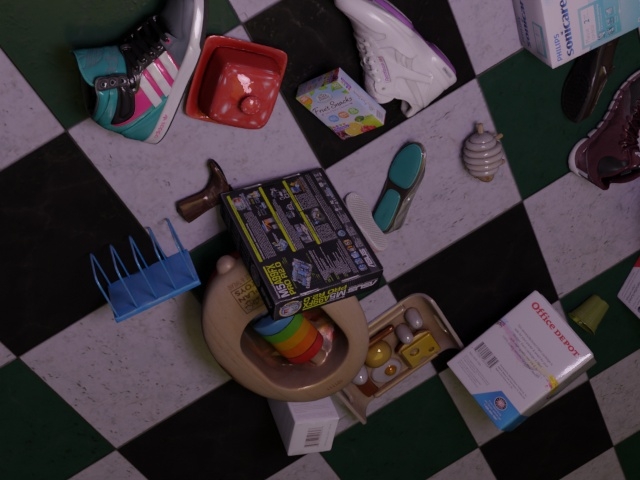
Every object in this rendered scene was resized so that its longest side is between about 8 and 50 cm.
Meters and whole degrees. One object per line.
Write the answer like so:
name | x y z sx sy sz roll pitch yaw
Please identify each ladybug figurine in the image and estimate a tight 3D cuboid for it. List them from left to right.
ladybug figurine | -0.078 0.157 1.789 0.305 0.162 0.449 -31 131 4

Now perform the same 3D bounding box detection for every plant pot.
plant pot | 0.677 0.179 2.194 0.079 0.083 0.083 -48 128 -3

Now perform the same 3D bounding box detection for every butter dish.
butter dish | -0.134 -0.253 1.515 0.160 0.118 0.160 7 119 -28

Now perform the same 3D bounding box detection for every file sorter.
file sorter | -0.331 0.050 1.642 0.170 0.118 0.104 -25 126 -6

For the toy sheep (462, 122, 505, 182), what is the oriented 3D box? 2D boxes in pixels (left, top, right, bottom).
toy sheep | 0.333 -0.179 1.790 0.091 0.091 0.132 -19 114 -10

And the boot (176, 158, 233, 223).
boot | -0.226 -0.090 1.643 0.114 0.037 0.106 -25 131 0

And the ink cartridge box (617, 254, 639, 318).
ink cartridge box | 0.877 0.140 2.118 0.114 0.273 0.197 6 120 -26

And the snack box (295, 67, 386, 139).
snack box | 0.039 -0.249 1.611 0.100 0.037 0.141 -17 140 38

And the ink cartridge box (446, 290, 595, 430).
ink cartridge box | 0.477 0.286 2.058 0.270 0.198 0.197 -40 157 7

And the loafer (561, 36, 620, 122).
loafer | 0.558 -0.338 1.775 0.078 0.080 0.220 -5 127 -23

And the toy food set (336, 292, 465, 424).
toy food set | 0.174 0.280 2.031 0.306 0.092 0.220 -35 129 3

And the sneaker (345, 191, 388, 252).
sneaker | 0.080 -0.031 1.795 0.051 0.070 0.134 -33 93 -29

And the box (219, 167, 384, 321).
box | -0.039 0.000 1.619 0.216 0.270 0.060 -17 146 -20

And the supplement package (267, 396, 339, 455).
supplement package | -0.042 0.371 1.944 0.105 0.179 0.105 -3 126 -21

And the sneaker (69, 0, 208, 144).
sneaker | -0.306 -0.299 1.414 0.178 0.124 0.295 5 122 -37

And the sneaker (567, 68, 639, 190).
sneaker | 0.664 -0.221 1.849 0.106 0.162 0.281 21 113 -33

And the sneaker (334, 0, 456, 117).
sneaker | 0.116 -0.330 1.570 0.152 0.114 0.305 -45 127 12

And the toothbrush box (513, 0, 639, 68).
toothbrush box | 0.509 -0.490 1.622 0.295 0.126 0.216 -25 129 -4

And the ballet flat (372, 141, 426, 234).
ballet flat | 0.168 -0.109 1.788 0.068 0.072 0.213 -12 133 -50
